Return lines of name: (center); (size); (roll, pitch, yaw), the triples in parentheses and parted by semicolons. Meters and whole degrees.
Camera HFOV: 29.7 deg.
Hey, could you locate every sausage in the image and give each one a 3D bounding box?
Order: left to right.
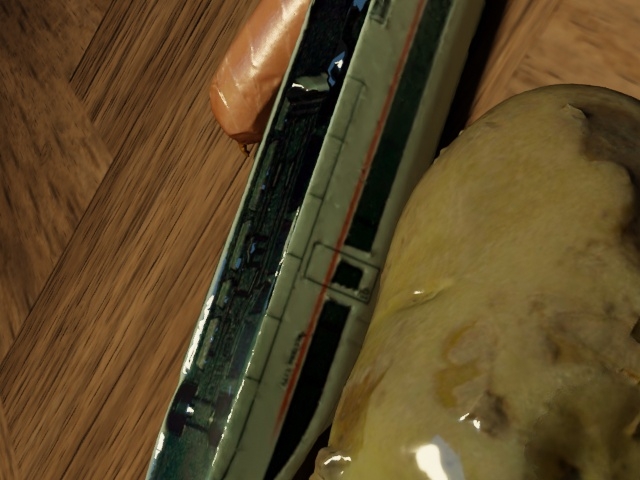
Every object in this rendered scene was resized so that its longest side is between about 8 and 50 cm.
sausage: (-0.026, -0.137, 0.862); (0.169, 0.065, 0.065); (-51, 33, 22)

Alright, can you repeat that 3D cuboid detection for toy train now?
toy train: (0.000, 0.000, 0.690); (0.086, 0.088, 0.407); (5, 73, 60)

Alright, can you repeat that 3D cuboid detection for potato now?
potato: (0.088, 0.061, 0.440); (0.165, 0.165, 0.262); (-32, 31, 44)
